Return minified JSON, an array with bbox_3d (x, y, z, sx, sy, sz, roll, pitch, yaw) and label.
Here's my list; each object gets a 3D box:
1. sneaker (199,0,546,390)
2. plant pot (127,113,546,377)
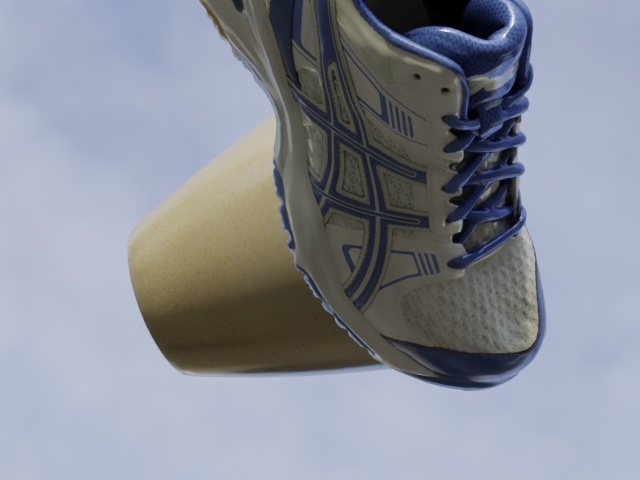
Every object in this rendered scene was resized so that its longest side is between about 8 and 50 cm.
[{"bbox_3d":[0.044,-0.054,0.883,0.131,0.112,0.296,-2,-57,49],"label":"sneaker"},{"bbox_3d":[0.000,0.000,1.502,0.274,0.256,0.256,-20,-60,14],"label":"plant pot"}]
